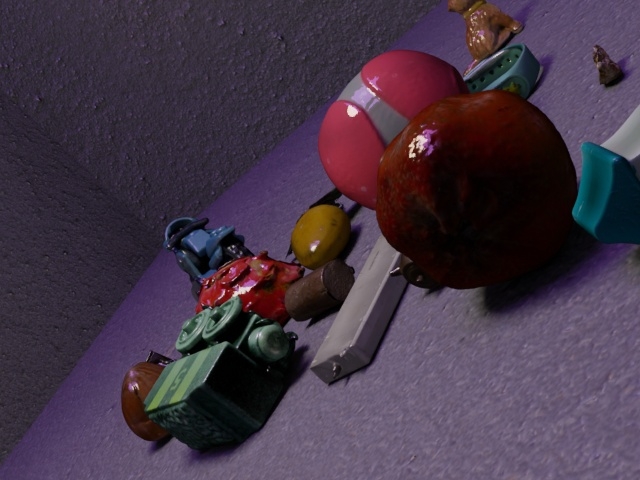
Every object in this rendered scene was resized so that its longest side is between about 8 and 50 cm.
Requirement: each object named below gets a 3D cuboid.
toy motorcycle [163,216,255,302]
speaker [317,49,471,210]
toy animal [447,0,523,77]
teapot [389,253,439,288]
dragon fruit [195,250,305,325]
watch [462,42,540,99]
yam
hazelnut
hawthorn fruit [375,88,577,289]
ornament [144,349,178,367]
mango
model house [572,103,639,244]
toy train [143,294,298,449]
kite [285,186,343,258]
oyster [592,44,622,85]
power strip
[{"bbox_3d":[-0.290,0.035,2.314,0.172,0.232,0.416,-38,10,-22],"label":"toy motorcycle"},{"bbox_3d":[0.135,-0.181,1.576,0.294,0.294,0.294,-42,13,12],"label":"speaker"},{"bbox_3d":[0.348,-0.509,2.105,0.184,0.185,0.104,-45,14,0],"label":"toy animal"},{"bbox_3d":[0.158,0.036,1.287,0.121,0.076,0.068,-2,47,27],"label":"teapot"},{"bbox_3d":[-0.143,0.133,1.796,0.261,0.163,0.189,-44,40,5],"label":"dragon fruit"},{"bbox_3d":[0.315,-0.285,1.733,0.237,0.068,0.195,-41,20,11],"label":"watch"},{"bbox_3d":[-0.002,0.090,1.594,0.127,0.084,0.084,-28,21,44],"label":"yam"},{"bbox_3d":[-0.338,0.318,1.789,0.150,0.150,0.150,-42,13,12],"label":"hazelnut"},{"bbox_3d":[0.196,-0.090,1.133,0.254,0.254,0.300,-37,23,33],"label":"hawthorn fruit"},{"bbox_3d":[-0.323,0.301,1.957,0.203,0.088,0.081,2,68,58],"label":"ornament"},{"bbox_3d":[0.000,0.000,1.831,0.137,0.098,0.195,-36,22,24],"label":"mango"},{"bbox_3d":[0.328,-0.055,0.899,0.149,0.127,0.100,-40,13,10],"label":"model house"},{"bbox_3d":[-0.176,0.229,1.532,0.299,0.167,0.238,-29,26,53],"label":"toy train"},{"bbox_3d":[0.002,-0.068,2.008,0.323,0.013,0.267,-49,-11,20],"label":"kite"},{"bbox_3d":[0.440,-0.279,1.381,0.038,0.080,0.083,-13,62,26],"label":"oyster"},{"bbox_3d":[0.083,0.088,1.409,0.106,0.043,0.367,-34,17,42],"label":"power strip"}]
